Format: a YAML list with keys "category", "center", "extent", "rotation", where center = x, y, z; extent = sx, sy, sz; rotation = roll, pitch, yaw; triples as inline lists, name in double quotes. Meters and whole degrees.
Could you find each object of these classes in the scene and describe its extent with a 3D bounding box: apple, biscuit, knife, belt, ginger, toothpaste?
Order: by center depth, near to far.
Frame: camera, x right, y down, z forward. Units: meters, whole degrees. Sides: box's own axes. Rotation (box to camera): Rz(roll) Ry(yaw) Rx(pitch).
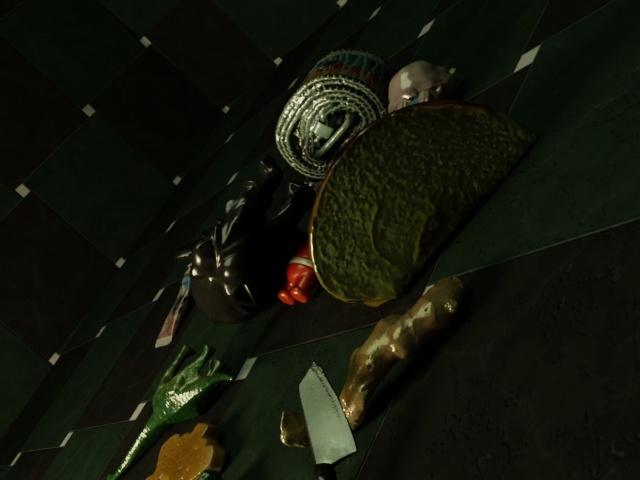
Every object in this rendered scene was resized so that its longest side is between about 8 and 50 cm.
- category: "knife"
  center: [0.011, 0.225, 0.956]
  extent: [0.060, 0.028, 0.230]
  rotation: [-31, 42, 14]
- category: "ginger"
  center: [0.065, 0.148, 1.030]
  extent: [0.288, 0.075, 0.089]
  rotation: [-45, 29, 7]
- category: "apple"
  center: [0.124, -0.066, 1.190]
  extent: [0.346, 0.179, 0.254]
  rotation: [-48, -21, 6]
- category: "biscuit"
  center: [-0.232, 0.392, 1.339]
  extent: [0.212, 0.041, 0.239]
  rotation: [-7, 46, 59]
- category: "belt"
  center: [0.026, -0.236, 1.709]
  extent: [0.295, 0.206, 0.160]
  rotation: [-39, 18, 39]
- category: "toothpaste"
  center: [-0.340, 0.146, 2.138]
  extent: [0.096, 0.061, 0.266]
  rotation: [-23, 38, 56]

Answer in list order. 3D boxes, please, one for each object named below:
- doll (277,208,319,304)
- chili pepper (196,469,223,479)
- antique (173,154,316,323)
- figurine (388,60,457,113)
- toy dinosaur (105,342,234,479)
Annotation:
- category: "doll"
  center: [0.000, 0.000, 1.510]
  extent: [0.142, 0.076, 0.245]
  rotation: [-17, 41, 60]
- category: "chili pepper"
  center: [-0.156, 0.388, 1.133]
  extent: [0.073, 0.050, 0.182]
  rotation: [-28, 30, 37]
- category: "antique"
  center: [-0.138, 0.024, 1.578]
  extent: [0.255, 0.185, 0.322]
  rotation: [-52, -14, -36]
- category: "figurine"
  center: [0.178, -0.249, 1.525]
  extent: [0.137, 0.112, 0.229]
  rotation: [-33, 33, 33]
- category: "toy dinosaur"
  center: [-0.283, 0.327, 1.532]
  extent: [0.301, 0.087, 0.447]
  rotation: [-55, 10, -18]
